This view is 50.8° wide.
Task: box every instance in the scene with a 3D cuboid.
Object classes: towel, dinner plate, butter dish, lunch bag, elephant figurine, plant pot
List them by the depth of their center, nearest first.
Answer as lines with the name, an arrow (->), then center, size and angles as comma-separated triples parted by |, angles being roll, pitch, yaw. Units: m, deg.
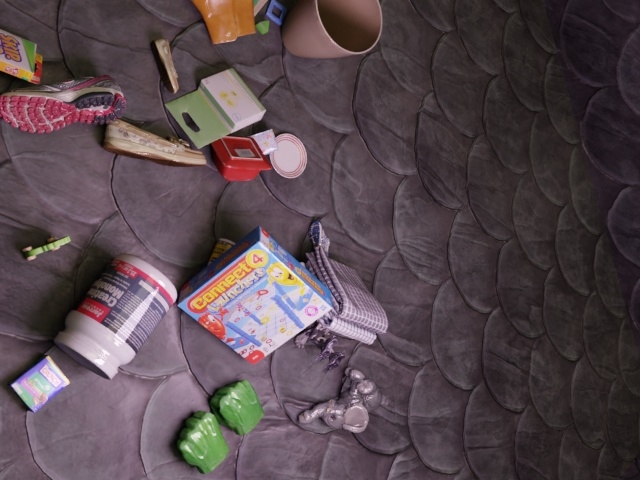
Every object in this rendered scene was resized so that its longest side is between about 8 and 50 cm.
butter dish -> -0.249, -0.224, 1.960 | 0.160, 0.118, 0.159 | -1, 43, -36
towel -> 0.064, 0.163, 2.051 | 0.235, 0.121, 0.283 | 24, 27, -45
lunch bag -> -0.178, -0.295, 2.051 | 0.083, 0.053, 0.071 | -21, 99, -9
plant pot -> 0.004, -0.666, 2.078 | 0.257, 0.274, 0.256 | 4, 84, -38
dinner plate -> -0.104, -0.266, 2.128 | 0.141, 0.017, 0.141 | 3, 86, -38
elephant figurine -> 0.076, 0.539, 2.143 | 0.239, 0.186, 0.169 | -52, 160, -16

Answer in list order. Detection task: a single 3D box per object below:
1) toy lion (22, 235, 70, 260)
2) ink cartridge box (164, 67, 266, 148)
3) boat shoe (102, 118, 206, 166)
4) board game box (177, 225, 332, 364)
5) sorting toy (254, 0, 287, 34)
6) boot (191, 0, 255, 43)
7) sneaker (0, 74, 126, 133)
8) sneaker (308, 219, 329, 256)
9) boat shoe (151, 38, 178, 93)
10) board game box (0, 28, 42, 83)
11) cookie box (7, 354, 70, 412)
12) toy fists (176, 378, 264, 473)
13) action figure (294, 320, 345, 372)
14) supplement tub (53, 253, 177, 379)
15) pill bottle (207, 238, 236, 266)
toy lion -> -0.660, 0.015, 1.632 | 0.100, 0.096, 0.034 | -28, 103, -35
ink cartridge box -> -0.298, -0.382, 1.927 | 0.235, 0.056, 0.171 | -33, 81, -36
boat shoe -> -0.438, -0.258, 1.818 | 0.285, 0.105, 0.089 | 10, 83, -36
board game box -> -0.180, 0.160, 1.875 | 0.302, 0.308, 0.086 | 43, 19, -27
sorting toy -> -0.234, -0.785, 2.048 | 0.348, 0.047, 0.196 | 44, 63, -26
boot -> -0.328, -0.674, 1.941 | 0.295, 0.104, 0.211 | -12, 110, -23
sneaker -> -0.645, -0.346, 1.675 | 0.299, 0.120, 0.112 | -9, 56, -28
sneaker -> 0.000, 0.000, 2.174 | 0.058, 0.052, 0.135 | -14, 103, -47
boat shoe -> -0.424, -0.487, 1.878 | 0.048, 0.056, 0.153 | -23, 93, -32
board game box -> -0.781, -0.460, 1.578 | 0.260, 0.039, 0.124 | 21, 40, -37
cookie box -> -0.680, 0.345, 1.628 | 0.107, 0.040, 0.091 | -43, 111, -32
toy fists -> -0.285, 0.508, 1.888 | 0.279, 0.096, 0.142 | -41, 121, -34
action figure -> -0.035, 0.263, 2.052 | 0.141, 0.275, 0.164 | -32, 139, 2
supplement tub -> -0.506, 0.186, 1.678 | 0.191, 0.191, 0.272 | 46, 61, -25
pill bottle -> -0.285, 0.058, 1.935 | 0.065, 0.065, 0.116 | 32, 68, -32
